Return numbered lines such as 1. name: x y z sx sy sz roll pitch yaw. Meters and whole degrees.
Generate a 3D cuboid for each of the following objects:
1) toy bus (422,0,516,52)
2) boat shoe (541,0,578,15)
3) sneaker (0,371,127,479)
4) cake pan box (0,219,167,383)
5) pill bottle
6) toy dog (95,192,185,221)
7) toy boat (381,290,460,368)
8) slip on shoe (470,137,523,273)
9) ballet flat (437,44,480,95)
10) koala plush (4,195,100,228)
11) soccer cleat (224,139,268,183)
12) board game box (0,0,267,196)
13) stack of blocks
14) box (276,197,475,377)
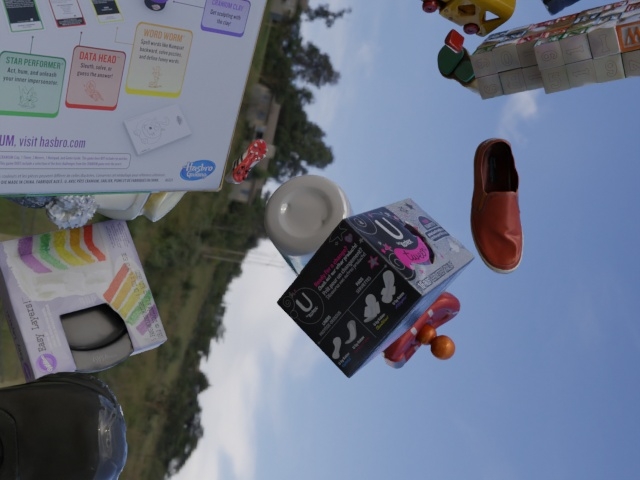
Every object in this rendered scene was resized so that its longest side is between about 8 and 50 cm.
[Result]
1. toy bus: 0.258 -0.458 1.262 0.202 0.191 0.104 -37 -174 -36
2. boat shoe: 0.540 -0.679 1.572 0.158 0.127 0.340 -20 -109 27
3. sneaker: -0.273 0.158 0.502 0.130 0.287 0.109 12 68 -69
4. cake pan box: -0.433 0.108 1.262 0.070 0.246 0.266 -34 -107 53
5. pill bottle: 0.000 0.000 1.242 0.264 0.146 0.146 61 31 -67
6. toy dog: -0.445 -0.212 1.285 0.284 0.408 0.395 -57 179 43
7. toy boat: 0.260 0.228 1.688 0.231 0.151 0.151 -46 154 -13
8. slip on shoe: 0.418 -0.086 1.654 0.101 0.123 0.331 60 29 -83
9. ballet flat: 0.323 -0.375 1.565 0.080 0.073 0.232 -49 -153 20
10. koala plush: -0.353 -0.125 0.863 0.203 0.196 0.221 -41 152 -37
11. soccer cleat: -0.103 -0.110 0.968 0.036 0.029 0.083 -4 -135 42
12. board game box: -0.131 -0.181 0.406 0.064 0.242 0.316 33 -65 35
13. stack of blocks: 0.417 -0.323 1.200 0.171 0.297 0.087 -47 123 -46
14. box: 0.084 0.050 0.965 0.163 0.142 0.247 -52 166 25
